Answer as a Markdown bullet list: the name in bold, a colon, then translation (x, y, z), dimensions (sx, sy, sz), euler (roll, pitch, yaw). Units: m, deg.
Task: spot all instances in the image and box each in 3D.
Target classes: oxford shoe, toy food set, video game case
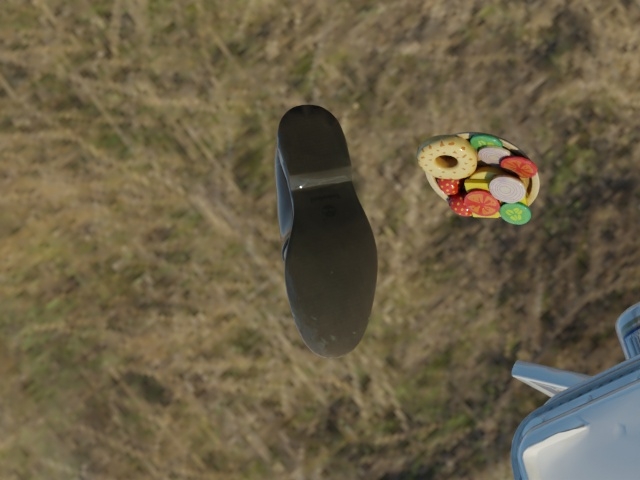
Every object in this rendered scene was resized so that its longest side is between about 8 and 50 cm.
- **oxford shoe**: translation (0.000, 0.000, 1.174), dimensions (0.076, 0.076, 0.212), euler (118, 149, -65)
- **toy food set**: translation (0.110, -0.043, 0.980), dimensions (0.083, 0.020, 0.083), euler (3, 138, 23)
- **video game case**: translation (0.333, 0.186, 1.548), dimensions (0.183, 0.023, 0.201), euler (30, 168, -32)

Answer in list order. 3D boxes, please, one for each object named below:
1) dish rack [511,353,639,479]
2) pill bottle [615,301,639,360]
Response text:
- **dish rack**: translation (0.266, 0.189, 0.934), dimensions (0.333, 0.072, 0.285), euler (-33, 62, 40)
- **pill bottle**: translation (0.301, 0.127, 1.125), dimensions (0.094, 0.094, 0.169), euler (100, 156, -66)
